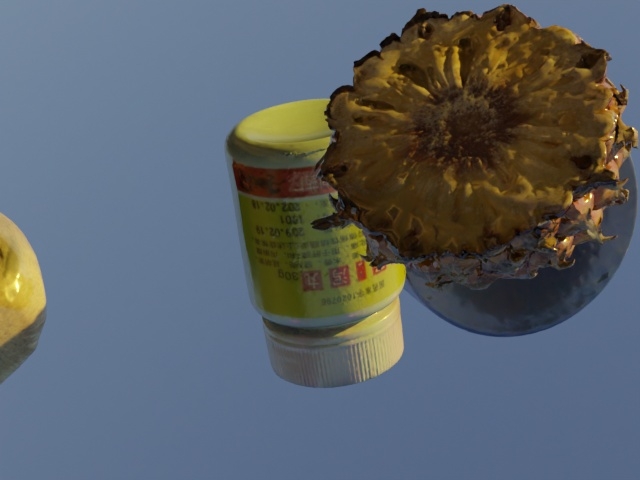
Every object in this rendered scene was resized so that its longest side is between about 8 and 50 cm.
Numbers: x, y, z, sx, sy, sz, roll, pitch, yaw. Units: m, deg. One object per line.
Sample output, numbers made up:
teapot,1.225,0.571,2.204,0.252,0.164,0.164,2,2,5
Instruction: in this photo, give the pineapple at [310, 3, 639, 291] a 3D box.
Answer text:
pineapple,0.094,-0.032,0.836,0.176,0.137,0.161,-14,-121,14

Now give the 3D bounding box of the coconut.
coconut,-0.377,0.060,1.489,0.224,0.224,0.224,-21,-141,18

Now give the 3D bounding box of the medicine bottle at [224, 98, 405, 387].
medicine bottle,0.000,0.000,1.285,0.139,0.225,0.139,-7,-156,3

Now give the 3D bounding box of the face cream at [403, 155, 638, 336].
face cream,0.156,-0.051,1.476,0.249,0.249,0.225,-36,-162,-2
